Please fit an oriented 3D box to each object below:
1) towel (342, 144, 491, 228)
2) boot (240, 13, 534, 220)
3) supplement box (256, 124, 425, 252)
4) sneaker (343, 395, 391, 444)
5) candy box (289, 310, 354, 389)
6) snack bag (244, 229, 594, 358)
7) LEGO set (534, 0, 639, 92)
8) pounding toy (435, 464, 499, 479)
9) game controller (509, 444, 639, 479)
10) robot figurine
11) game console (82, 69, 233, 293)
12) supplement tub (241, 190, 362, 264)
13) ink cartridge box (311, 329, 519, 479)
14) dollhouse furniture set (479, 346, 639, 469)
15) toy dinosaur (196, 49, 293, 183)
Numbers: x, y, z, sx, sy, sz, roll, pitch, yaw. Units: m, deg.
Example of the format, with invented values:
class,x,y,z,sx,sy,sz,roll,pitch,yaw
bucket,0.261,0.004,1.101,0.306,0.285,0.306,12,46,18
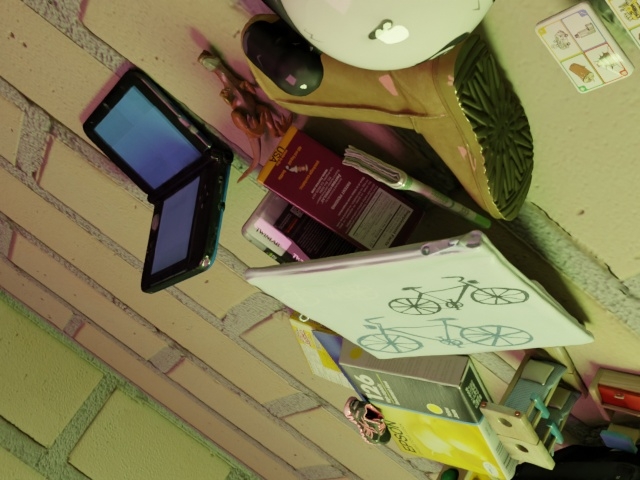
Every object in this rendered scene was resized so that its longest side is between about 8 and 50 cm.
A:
class,x,y,z,sx,sy,sz,roll,pitch,yaw
towel,0.106,-0.054,0.995,0.152,0.023,0.113,24,-173,-39
boot,0.072,-0.136,0.936,0.269,0.089,0.236,15,146,41
supplement box,0.026,-0.052,1.085,0.188,0.081,0.104,33,-177,2
sneaker,0.092,0.314,1.549,0.057,0.047,0.119,-9,133,43
candy box,0.013,0.204,1.643,0.105,0.027,0.206,20,151,26
snack bag,0.118,0.075,1.089,0.323,0.037,0.342,-9,153,34
LEGO set,0.208,-0.238,0.661,0.182,0.060,0.244,-20,124,45
pounding toy,0.273,0.482,1.700,0.141,0.130,0.100,46,152,-24
game controller,0.392,0.332,1.271,0.319,0.166,0.067,145,112,-68
robot figurine,0.021,-0.230,0.649,0.278,0.173,0.209,-126,24,-53
game console,-0.264,-0.073,1.340,0.173,0.250,0.293,15,163,-24
supplement tub,0.000,0.000,1.204,0.190,0.117,0.117,37,154,-5
ink cartridge box,0.155,0.282,1.544,0.307,0.072,0.304,4,143,35
dollhouse furniture set,0.333,0.221,1.180,0.183,0.129,0.129,7,143,44
toy dinosaur,-0.087,-0.150,1.133,0.112,0.064,0.211,34,152,46
